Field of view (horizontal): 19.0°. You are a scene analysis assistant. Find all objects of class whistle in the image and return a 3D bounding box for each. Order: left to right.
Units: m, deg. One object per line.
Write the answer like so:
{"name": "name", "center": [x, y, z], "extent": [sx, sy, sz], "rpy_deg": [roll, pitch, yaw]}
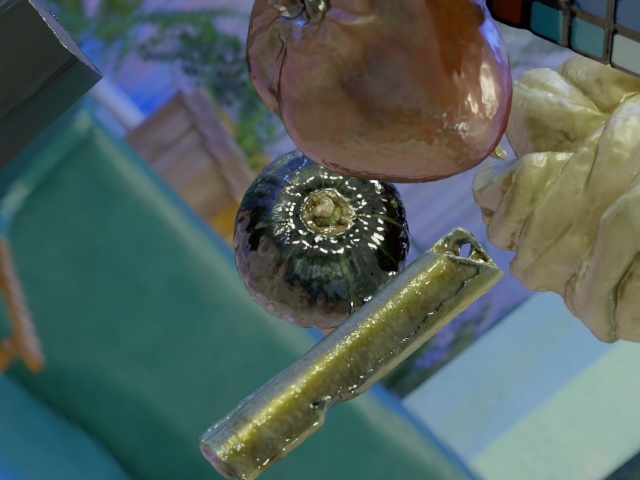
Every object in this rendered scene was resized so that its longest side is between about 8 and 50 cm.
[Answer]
{"name": "whistle", "center": [0.030, 0.103, 1.714], "extent": [0.068, 0.326, 0.057], "rpy_deg": [50, -18, 5]}

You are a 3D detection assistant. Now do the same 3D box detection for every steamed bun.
{"name": "steamed bun", "center": [0.295, -0.064, 1.980], "extent": [0.230, 0.324, 0.372], "rpy_deg": [11, 38, -17]}

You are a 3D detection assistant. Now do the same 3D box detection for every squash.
{"name": "squash", "center": [0.000, -0.003, 1.962], "extent": [0.193, 0.193, 0.156], "rpy_deg": [50, -13, -5]}

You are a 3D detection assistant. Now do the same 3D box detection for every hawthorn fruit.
{"name": "hawthorn fruit", "center": [0.063, -0.123, 1.449], "extent": [0.251, 0.199, 0.199], "rpy_deg": [37, 15, -40]}

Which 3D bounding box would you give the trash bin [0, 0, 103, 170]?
{"name": "trash bin", "center": [-0.340, -0.135, 1.881], "extent": [0.115, 0.225, 0.165], "rpy_deg": [50, 2, 6]}

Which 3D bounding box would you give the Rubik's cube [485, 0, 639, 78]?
{"name": "Rubik's cube", "center": [0.240, -0.241, 1.351], "extent": [0.187, 0.184, 0.182], "rpy_deg": [28, -42, 31]}
